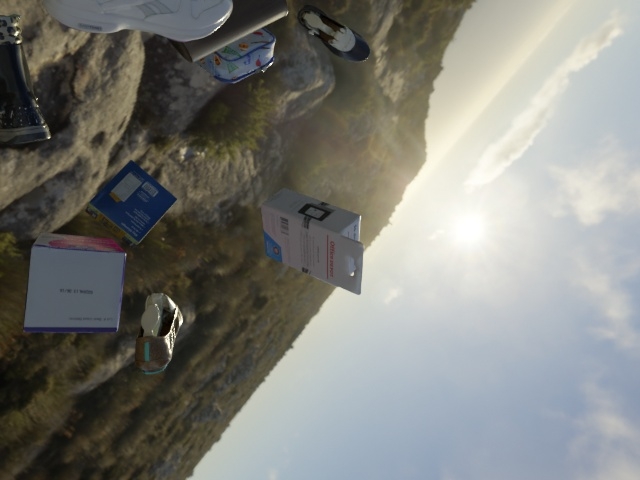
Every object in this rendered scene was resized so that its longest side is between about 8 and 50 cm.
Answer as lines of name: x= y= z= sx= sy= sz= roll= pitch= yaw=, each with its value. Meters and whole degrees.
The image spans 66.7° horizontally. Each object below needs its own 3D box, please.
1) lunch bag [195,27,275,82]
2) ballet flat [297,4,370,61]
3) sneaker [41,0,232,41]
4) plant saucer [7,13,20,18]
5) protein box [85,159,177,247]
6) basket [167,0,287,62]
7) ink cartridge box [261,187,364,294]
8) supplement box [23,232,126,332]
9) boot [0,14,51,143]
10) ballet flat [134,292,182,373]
lunch bag: x=-0.296 y=-0.637 z=1.557 sx=0.243 sy=0.303 sz=0.115 roll=-39 pitch=161 yaw=-30
ballet flat: x=0.027 y=-0.497 z=1.170 sx=0.074 sy=0.203 sz=0.074 roll=-54 pitch=177 yaw=-4
sneaker: x=-0.268 y=-0.405 z=0.770 sx=0.305 sy=0.114 sz=0.152 roll=-17 pitch=150 yaw=-37
plant saucer: x=-0.952 y=-0.590 z=1.431 sx=0.018 sy=0.067 sz=0.192 roll=41 pitch=64 yaw=-49
protein box: x=-0.636 y=-0.120 z=1.639 sx=0.201 sy=0.200 sz=0.136 roll=-56 pitch=-160 yaw=-24
basket: x=-0.217 y=-0.486 z=1.002 sx=0.227 sy=0.204 sz=0.154 roll=-42 pitch=-169 yaw=-9
ink cartridge box: x=0.000 y=0.000 z=0.745 sx=0.060 sy=0.180 sz=0.104 roll=-42 pitch=144 yaw=-41
supplement box: x=-0.360 y=0.055 z=0.713 sx=0.220 sy=0.111 sz=0.113 roll=8 pitch=-88 yaw=61
boot: x=-0.504 y=-0.250 z=0.745 sx=0.085 sy=0.236 sz=0.178 roll=-27 pitch=126 yaw=-45
ballet flat: x=-0.446 y=0.220 z=1.326 sx=0.342 sy=0.116 sz=0.124 roll=-113 pitch=-161 yaw=-69
